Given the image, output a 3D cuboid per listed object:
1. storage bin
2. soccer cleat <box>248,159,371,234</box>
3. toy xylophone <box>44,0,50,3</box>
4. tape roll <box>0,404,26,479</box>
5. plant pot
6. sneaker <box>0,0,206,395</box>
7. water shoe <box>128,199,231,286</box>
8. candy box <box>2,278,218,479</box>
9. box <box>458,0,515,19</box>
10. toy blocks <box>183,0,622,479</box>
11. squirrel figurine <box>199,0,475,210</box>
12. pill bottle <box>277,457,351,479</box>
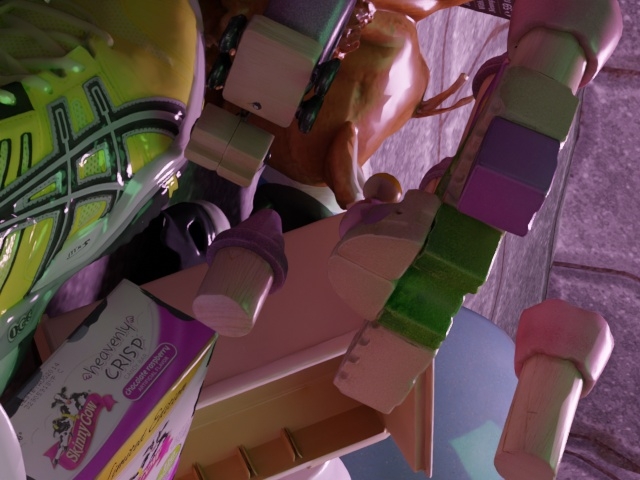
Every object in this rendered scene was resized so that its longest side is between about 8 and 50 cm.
[{"bbox_3d":[-0.059,0.129,1.222,0.262,0.123,0.260,-21,144,-12],"label":"storage bin"},{"bbox_3d":[0.000,0.000,1.471,0.143,0.116,0.331,-58,171,-26],"label":"soccer cleat"},{"bbox_3d":[-0.128,-0.230,0.701,0.236,0.081,0.322,29,98,-47],"label":"toy xylophone"},{"bbox_3d":[-0.258,0.119,0.621,0.246,0.169,0.246,-37,140,-40],"label":"tape roll"},{"bbox_3d":[0.038,0.165,1.653,0.195,0.290,0.290,33,71,-38],"label":"plant pot"},{"bbox_3d":[-0.173,-0.048,0.878,0.147,0.145,0.384,84,26,-55],"label":"sneaker"},{"bbox_3d":[-0.132,0.062,1.303,0.080,0.073,0.203,-7,117,-44],"label":"water shoe"},{"bbox_3d":[-0.147,0.157,0.961,0.159,0.071,0.233,-51,166,-43],"label":"candy box"},{"bbox_3d":[0.114,-0.320,1.444,0.168,0.203,0.167,56,53,-70],"label":"box"},{"bbox_3d":[0.093,-0.061,1.015,0.288,0.309,0.260,118,-3,-51],"label":"toy blocks"},{"bbox_3d":[-0.005,-0.214,1.172,0.397,0.281,0.370,-13,130,-56],"label":"squirrel figurine"},{"bbox_3d":[-0.062,0.292,1.521,0.188,0.188,0.334,-57,157,-44],"label":"pill bottle"}]
